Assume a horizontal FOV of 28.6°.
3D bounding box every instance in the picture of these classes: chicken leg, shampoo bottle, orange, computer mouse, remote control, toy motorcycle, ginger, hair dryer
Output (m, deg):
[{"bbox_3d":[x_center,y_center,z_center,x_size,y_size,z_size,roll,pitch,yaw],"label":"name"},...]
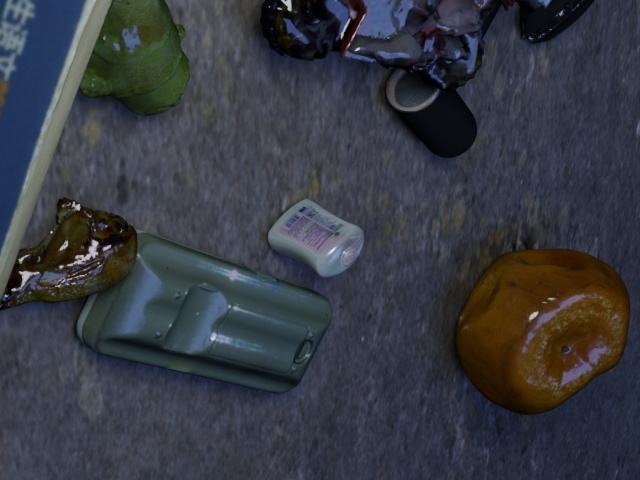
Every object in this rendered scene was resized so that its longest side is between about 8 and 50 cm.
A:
[{"bbox_3d":[-0.243,0.019,1.128,0.178,0.070,0.093,-30,98,-31],"label":"chicken leg"},{"bbox_3d":[0.000,0.000,1.363,0.072,0.099,0.043,-43,140,-22],"label":"shampoo bottle"},{"bbox_3d":[0.296,0.121,1.722,0.249,0.183,0.249,-13,121,-22],"label":"orange"},{"bbox_3d":[0.308,-0.316,1.550,0.172,0.057,0.099,-59,145,3],"label":"computer mouse"},{"bbox_3d":[-0.107,0.086,1.324,0.335,0.065,0.128,22,98,-52],"label":"remote control"},{"bbox_3d":[0.119,-0.261,1.292,0.401,0.134,0.207,6,104,-39],"label":"toy motorcycle"},{"bbox_3d":[-0.153,-0.236,1.049,0.137,0.089,0.290,-36,136,-56],"label":"ginger"},{"bbox_3d":[0.178,-0.225,1.461,0.255,0.070,0.128,-59,144,-10],"label":"hair dryer"}]

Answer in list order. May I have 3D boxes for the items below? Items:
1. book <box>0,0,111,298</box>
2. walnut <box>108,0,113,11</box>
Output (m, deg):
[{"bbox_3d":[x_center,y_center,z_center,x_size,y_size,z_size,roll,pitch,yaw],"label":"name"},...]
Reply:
[{"bbox_3d":[-0.309,-0.178,0.656,0.039,0.427,0.300,-26,138,-77],"label":"book"},{"bbox_3d":[-0.269,-0.181,0.802,0.296,0.285,0.285,-48,141,-9],"label":"walnut"}]
